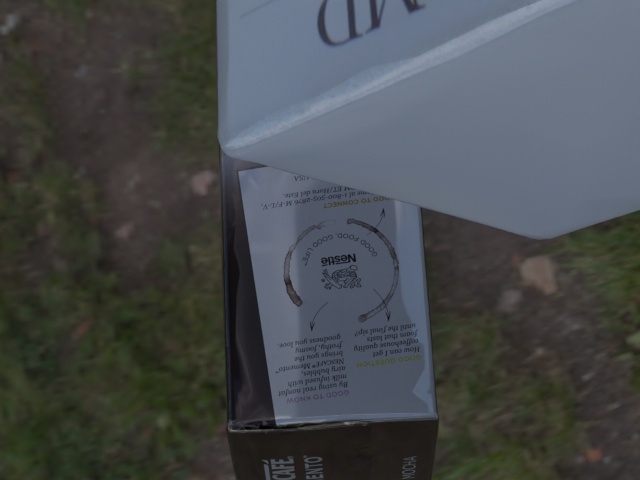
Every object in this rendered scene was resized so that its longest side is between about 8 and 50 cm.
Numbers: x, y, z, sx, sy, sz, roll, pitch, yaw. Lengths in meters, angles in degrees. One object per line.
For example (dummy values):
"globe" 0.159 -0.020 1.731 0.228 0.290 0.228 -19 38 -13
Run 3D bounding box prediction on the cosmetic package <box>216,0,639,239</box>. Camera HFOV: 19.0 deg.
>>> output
"cosmetic package" 0.091 -0.252 0.614 0.230 0.161 0.453 -20 66 45

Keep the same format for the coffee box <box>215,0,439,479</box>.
"coffee box" 0.000 0.000 1.150 0.119 0.168 0.297 -3 65 -1
